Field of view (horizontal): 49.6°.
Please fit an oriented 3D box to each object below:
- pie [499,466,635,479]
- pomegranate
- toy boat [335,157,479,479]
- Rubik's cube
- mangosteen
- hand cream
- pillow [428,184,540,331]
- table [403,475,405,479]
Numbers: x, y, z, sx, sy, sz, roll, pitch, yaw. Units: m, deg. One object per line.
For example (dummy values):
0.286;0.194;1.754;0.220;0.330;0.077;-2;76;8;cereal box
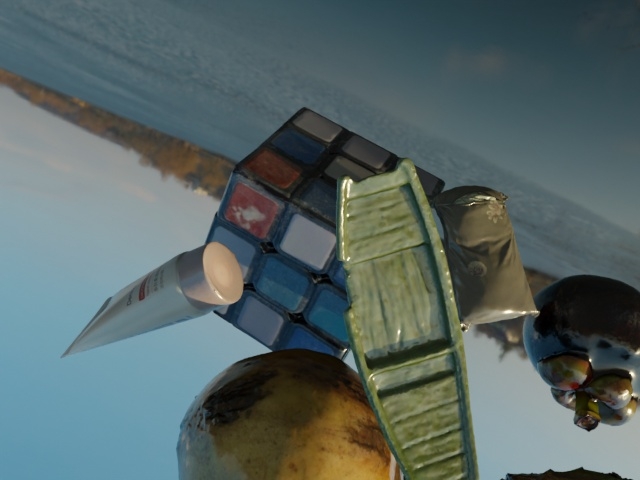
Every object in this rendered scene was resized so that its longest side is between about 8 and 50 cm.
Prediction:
0.368;0.445;0.898;0.355;0.288;0.103;35;-152;28;pie
-0.033;0.291;0.875;0.322;0.322;0.322;22;-177;-1;pomegranate
0.069;0.081;0.567;0.093;0.293;0.055;-15;-170;-8;toy boat
0.000;0.000;1.371;0.362;0.359;0.363;30;-142;10;Rubik's cube
0.514;0.216;1.306;0.275;0.302;0.275;16;145;12;mangosteen
-0.221;0.077;0.908;0.083;0.248;0.133;60;-156;-19;hand cream
0.281;0.020;1.176;0.169;0.255;0.059;-4;159;-18;pillow
0.205;0.598;1.403;0.122;0.111;0.240;-10;-114;-36;table
